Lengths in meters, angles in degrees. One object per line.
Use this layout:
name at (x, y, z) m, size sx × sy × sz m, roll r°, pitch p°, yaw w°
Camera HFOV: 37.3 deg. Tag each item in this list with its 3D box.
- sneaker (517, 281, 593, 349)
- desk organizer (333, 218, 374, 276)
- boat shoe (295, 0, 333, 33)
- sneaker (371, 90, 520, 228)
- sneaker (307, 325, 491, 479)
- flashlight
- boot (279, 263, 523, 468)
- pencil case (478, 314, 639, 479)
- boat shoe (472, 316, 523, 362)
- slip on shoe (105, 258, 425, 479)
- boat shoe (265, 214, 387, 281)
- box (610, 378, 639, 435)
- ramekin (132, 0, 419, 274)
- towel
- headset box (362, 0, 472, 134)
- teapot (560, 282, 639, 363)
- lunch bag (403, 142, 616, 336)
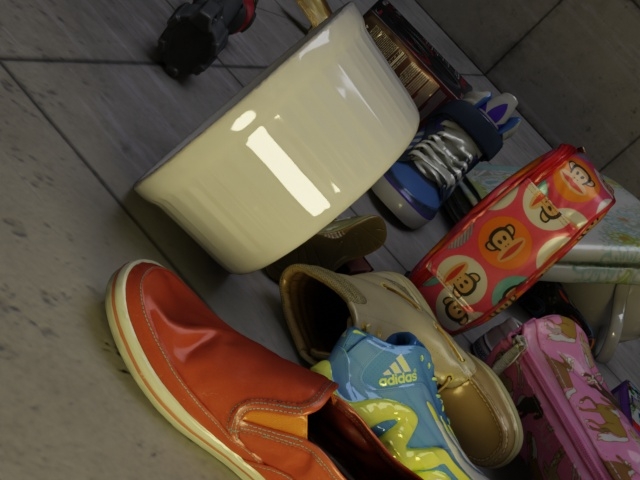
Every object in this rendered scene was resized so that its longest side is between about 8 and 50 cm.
sneaker at (0.394, 0.111, 1.634) m, size 0.087 × 0.083 × 0.221 m, roll 30°, pitch 30°, yaw -62°
desk organizer at (0.000, 0.000, 1.122) m, size 0.130 × 0.047 × 0.050 m, roll 54°, pitch 25°, yaw 19°
boat shoe at (0.000, -0.423, 1.864) m, size 0.170 × 0.059 × 0.063 m, roll 61°, pitch 18°, yaw -21°
sneaker at (0.211, -0.156, 1.529) m, size 0.130 × 0.236 × 0.323 m, roll 46°, pitch 21°, yaw 1°
sneaker at (0.092, 0.161, 0.873) m, size 0.240 × 0.126 × 0.091 m, roll 34°, pitch -14°, yaw -26°
flashlight at (-0.156, -0.304, 1.320) m, size 0.304 × 0.103 × 0.103 m, roll -76°, pitch 154°, yaw -61°
boot at (0.081, 0.128, 0.974) m, size 0.203 × 0.095 × 0.262 m, roll 12°, pitch 38°, yaw -56°
pencil case at (0.299, 0.253, 1.041) m, size 0.167 × 0.160 × 0.386 m, roll 9°, pitch 32°, yaw -20°
boat shoe at (0.326, 0.184, 1.344) m, size 0.258 × 0.084 × 0.095 m, roll 28°, pitch 27°, yaw -38°
slip on shoe at (-0.035, 0.132, 0.749) m, size 0.331 × 0.101 × 0.123 m, roll 46°, pitch 23°, yaw 3°
boat shoe at (0.001, 0.006, 1.053) m, size 0.048 × 0.153 × 0.056 m, roll 17°, pitch -55°, yaw 57°
box at (0.563, 0.373, 1.482) m, size 0.293 × 0.057 × 0.201 m, roll 46°, pitch 21°, yaw 0°
ramekin at (-0.036, -0.092, 0.926) m, size 0.135 × 0.277 × 0.277 m, roll 50°, pitch 20°, yaw -11°
towel at (0.416, -0.027, 1.645) m, size 0.374 × 0.090 × 0.320 m, roll 2°, pitch 29°, yaw -13°
headset box at (0.175, -0.318, 1.826) m, size 0.293 × 0.110 × 0.218 m, roll 44°, pitch 22°, yaw -7°
teapot at (0.528, 0.107, 1.742) m, size 0.256 × 0.187 × 0.252 m, roll 0°, pitch 20°, yaw -35°
lunch bag at (0.250, 0.000, 1.248) m, size 0.120 × 0.293 × 0.258 m, roll 50°, pitch 18°, yaw 7°
